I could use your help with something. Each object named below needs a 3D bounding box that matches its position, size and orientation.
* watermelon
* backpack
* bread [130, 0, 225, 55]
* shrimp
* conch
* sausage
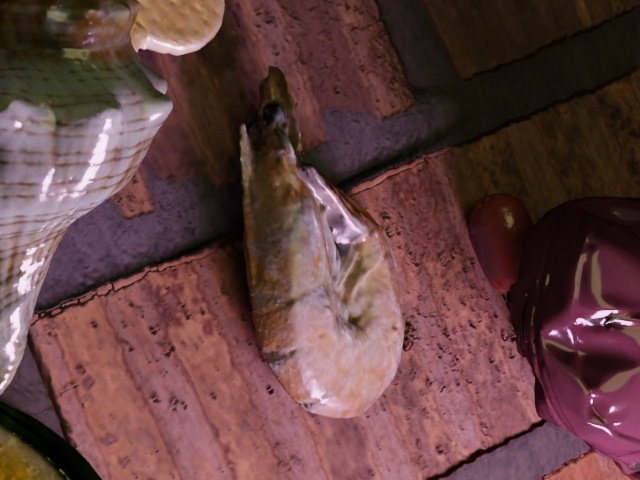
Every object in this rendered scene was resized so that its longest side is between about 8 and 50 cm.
[{"bbox_3d":[-0.218,0.234,1.463,0.129,0.123,0.301,-25,95,-2],"label":"watermelon"},{"bbox_3d":[0.288,0.088,1.738,0.317,0.197,0.283,7,78,-44],"label":"backpack"},{"bbox_3d":[-0.201,-0.287,1.595,0.316,0.054,0.316,8,75,-30],"label":"bread"},{"bbox_3d":[0.000,0.000,1.658,0.168,0.077,0.317,-6,87,-44],"label":"shrimp"},{"bbox_3d":[-0.226,-0.078,1.440,0.203,0.169,0.386,16,80,-7],"label":"conch"},{"bbox_3d":[0.173,0.001,1.772,0.054,0.059,0.094,-22,97,-22],"label":"sausage"}]
